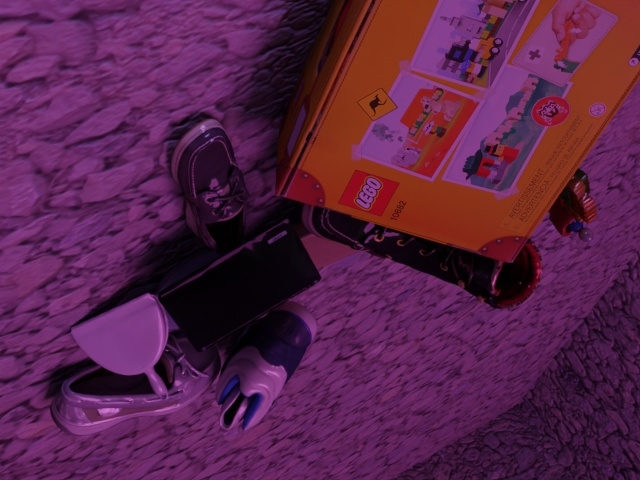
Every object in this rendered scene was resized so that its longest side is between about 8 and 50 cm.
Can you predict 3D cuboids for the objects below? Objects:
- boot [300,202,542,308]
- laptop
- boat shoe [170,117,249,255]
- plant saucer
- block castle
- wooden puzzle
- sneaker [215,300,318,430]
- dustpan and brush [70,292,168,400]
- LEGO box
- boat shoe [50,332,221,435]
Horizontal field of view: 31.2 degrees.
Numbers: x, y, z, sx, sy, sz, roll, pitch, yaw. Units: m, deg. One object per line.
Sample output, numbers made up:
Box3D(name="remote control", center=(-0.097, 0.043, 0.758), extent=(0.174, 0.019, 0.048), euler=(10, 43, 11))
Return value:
Box3D(name="boot", center=(0.165, -0.005, 1.787), extent=(0.377, 0.284, 0.138), euler=(21, 94, -59))
Box3D(name="laptop", center=(-0.131, 0.063, 1.856), extent=(0.234, 0.137, 0.264), euler=(-30, -170, -2))
Box3D(name="boat shoe", center=(-0.149, -0.069, 1.667), extent=(0.103, 0.092, 0.285), euler=(-35, 157, -20))
Box3D(name="plant saucer", center=(-0.208, 0.067, 1.885), extent=(0.195, 0.037, 0.195), euler=(-33, 156, -17))
Box3D(name="block castle", center=(0.422, -0.056, 2.427), extent=(0.303, 0.213, 0.453), euler=(-42, 156, 1))
Box3D(name="wooden puzzle", center=(0.000, 0.000, 1.993), extent=(0.221, 0.044, 0.238), euler=(-24, 164, 29))
Box3D(name="sneaker", center=(-0.138, 0.258, 2.092), extent=(0.236, 0.130, 0.323), euler=(-51, -179, -36))
Box3D(name="dustpan and brush", center=(-0.292, 0.185, 1.843), extent=(0.147, 0.060, 0.211), euler=(-25, 114, -1))
Box3D(name="LEGO box", center=(0.196, -0.240, 1.545), extent=(0.372, 0.193, 0.500), euler=(16, 131, -14))
Box3D(name="boat shoe", center=(-0.299, 0.231, 1.939), extent=(0.320, 0.118, 0.103), euler=(-15, 150, -35))
